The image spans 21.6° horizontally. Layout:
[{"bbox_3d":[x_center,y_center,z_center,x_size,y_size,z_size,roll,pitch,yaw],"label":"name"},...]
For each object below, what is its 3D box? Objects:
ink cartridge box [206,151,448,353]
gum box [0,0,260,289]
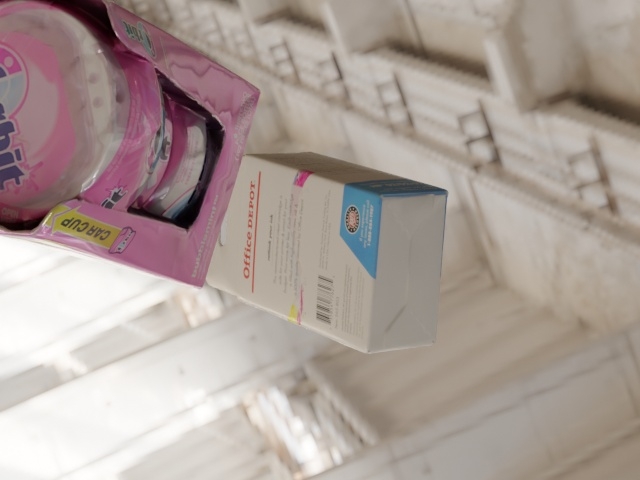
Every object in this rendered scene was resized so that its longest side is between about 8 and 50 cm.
[{"bbox_3d":[0.000,0.000,1.119,0.062,0.104,0.181,-6,-164,-38],"label":"ink cartridge box"},{"bbox_3d":[-0.115,-0.042,0.449,0.188,0.062,0.107,16,178,18],"label":"gum box"}]
